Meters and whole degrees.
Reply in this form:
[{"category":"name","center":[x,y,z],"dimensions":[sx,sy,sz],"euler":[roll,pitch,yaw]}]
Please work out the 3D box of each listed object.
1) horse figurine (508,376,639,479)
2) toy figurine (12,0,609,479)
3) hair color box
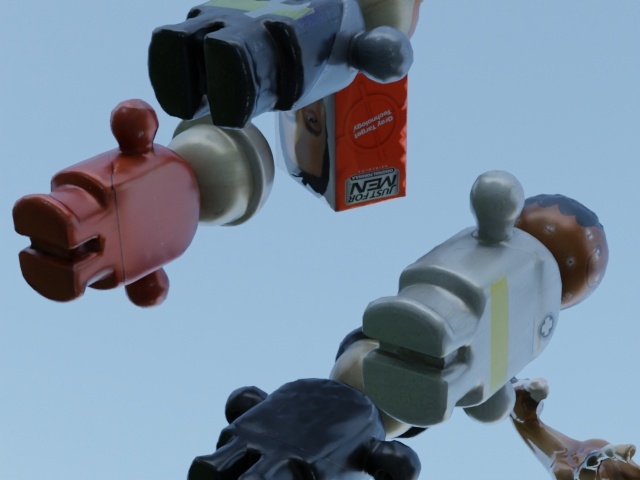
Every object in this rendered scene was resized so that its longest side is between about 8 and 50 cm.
[{"category":"horse figurine","center":[0.237,0.201,0.949],"dimensions":[0.263,0.066,0.174],"euler":[46,-20,-11]},{"category":"toy figurine","center":[0.000,0.000,0.573],"dimensions":[0.213,0.148,0.209],"euler":[52,-47,8]},{"category":"hair color box","center":[0.009,-0.093,0.661],"dimensions":[0.043,0.072,0.141],"euler":[-14,-63,-24]}]
